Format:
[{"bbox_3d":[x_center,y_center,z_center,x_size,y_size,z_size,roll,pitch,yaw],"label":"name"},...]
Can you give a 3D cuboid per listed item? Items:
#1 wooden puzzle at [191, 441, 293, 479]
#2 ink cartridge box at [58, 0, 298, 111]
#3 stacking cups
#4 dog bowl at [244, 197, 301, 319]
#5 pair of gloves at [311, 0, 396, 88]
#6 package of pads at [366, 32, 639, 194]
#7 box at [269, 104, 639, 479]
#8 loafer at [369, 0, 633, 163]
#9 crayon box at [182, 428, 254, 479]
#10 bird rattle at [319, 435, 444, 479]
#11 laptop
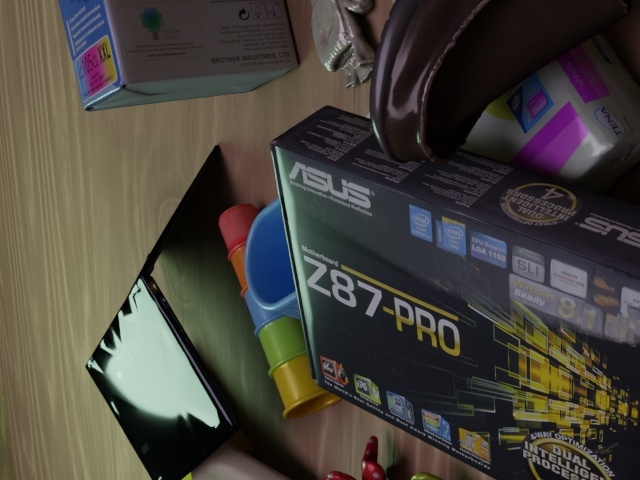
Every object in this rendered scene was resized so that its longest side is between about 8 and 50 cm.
[{"bbox_3d":[-0.094,0.514,1.531,0.322,0.080,0.348,21,121,36],"label":"wooden puzzle"},{"bbox_3d":[-0.209,-0.387,1.287,0.151,0.270,0.395,-10,93,53],"label":"ink cartridge box"},{"bbox_3d":[-0.059,0.090,1.412,0.096,0.096,0.316,-51,53,52],"label":"stacking cups"},{"bbox_3d":[0.000,0.000,1.233,0.297,0.074,0.166,-33,60,49],"label":"dog bowl"},{"bbox_3d":[0.043,-0.300,1.137,0.240,0.042,0.204,-31,75,58],"label":"pair of gloves"},{"bbox_3d":[0.164,-0.105,0.959,0.229,0.101,0.296,63,145,20],"label":"package of pads"},{"bbox_3d":[0.144,0.073,0.908,0.395,0.097,0.318,24,136,35],"label":"box"},{"bbox_3d":[0.172,-0.204,0.763,0.130,0.134,0.366,39,101,27],"label":"loafer"},{"bbox_3d":[-0.213,0.374,1.750,0.318,0.081,0.202,48,138,39],"label":"crayon box"},{"bbox_3d":[0.098,0.372,1.223,0.253,0.143,0.207,-7,111,61],"label":"bird rattle"},{"bbox_3d":[-0.216,0.138,1.599,0.408,0.236,0.382,57,145,11],"label":"laptop"}]
